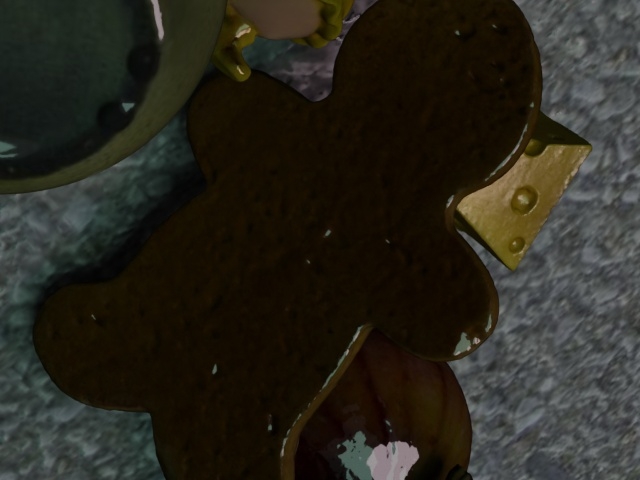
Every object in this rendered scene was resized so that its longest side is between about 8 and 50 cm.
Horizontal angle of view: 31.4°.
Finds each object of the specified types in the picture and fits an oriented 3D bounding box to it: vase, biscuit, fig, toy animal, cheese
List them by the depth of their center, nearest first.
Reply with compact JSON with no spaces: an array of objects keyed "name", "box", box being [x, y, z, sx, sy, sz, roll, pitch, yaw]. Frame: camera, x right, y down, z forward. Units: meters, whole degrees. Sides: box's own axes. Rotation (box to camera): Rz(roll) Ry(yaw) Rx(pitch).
[{"name":"vase","box":[-0.208,-0.156,0.652,0.241,0.302,0.329,32,117,-33]},{"name":"toy animal","box":[-0.010,-0.215,0.762,0.230,0.156,0.156,-52,126,-19]},{"name":"biscuit","box":[0.000,0.000,0.828,0.432,0.283,0.064,-52,163,8]},{"name":"cheese","box":[0.106,-0.069,0.919,0.171,0.093,0.126,22,105,-30]},{"name":"fig","box":[0.010,0.170,0.940,0.235,0.214,0.235,0,130,0]}]
